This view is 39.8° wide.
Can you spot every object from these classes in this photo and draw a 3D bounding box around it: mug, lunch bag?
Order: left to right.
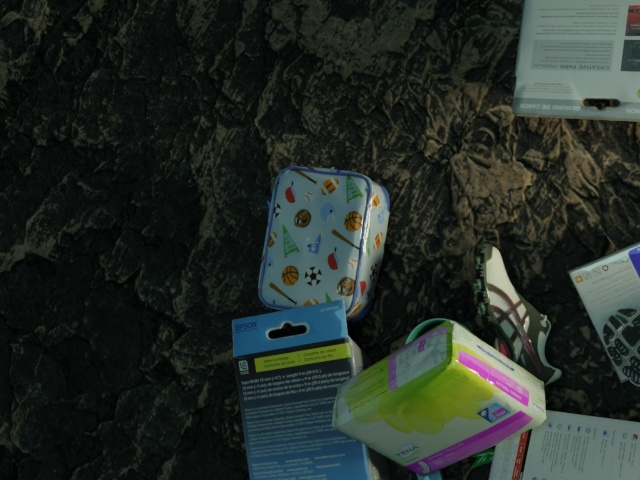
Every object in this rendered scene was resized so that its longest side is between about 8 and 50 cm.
[{"bbox_3d":[0.000,0.000,1.726,0.243,0.115,0.304,7,85,28],"label":"lunch bag"},{"bbox_3d":[0.215,0.203,1.598,0.157,0.097,0.130,19,90,27],"label":"mug"}]

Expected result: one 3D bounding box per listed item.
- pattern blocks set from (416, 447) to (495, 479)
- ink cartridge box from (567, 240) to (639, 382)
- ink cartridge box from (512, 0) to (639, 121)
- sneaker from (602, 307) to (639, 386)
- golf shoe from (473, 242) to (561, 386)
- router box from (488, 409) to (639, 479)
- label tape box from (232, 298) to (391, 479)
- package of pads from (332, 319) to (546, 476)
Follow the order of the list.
[{"bbox_3d":[0.283,0.532,1.549,0.285,0.026,0.325,-10,77,22],"label":"pattern blocks set"},{"bbox_3d":[0.554,0.104,1.480,0.206,0.045,0.208,-26,87,19],"label":"ink cartridge box"},{"bbox_3d":[0.508,-0.327,1.540,0.309,0.130,0.272,8,86,26],"label":"ink cartridge box"},{"bbox_3d":[0.564,0.224,1.415,0.107,0.110,0.275,-44,65,1],"label":"sneaker"},{"bbox_3d":[0.340,0.134,1.567,0.120,0.105,0.273,-11,81,5],"label":"golf shoe"},{"bbox_3d":[0.408,0.447,1.393,0.301,0.082,0.336,2,63,36],"label":"router box"},{"bbox_3d":[-0.022,0.304,1.671,0.249,0.115,0.348,-13,79,23],"label":"label tape box"},{"bbox_3d":[0.188,0.272,1.477,0.296,0.229,0.101,-38,29,37],"label":"package of pads"}]
